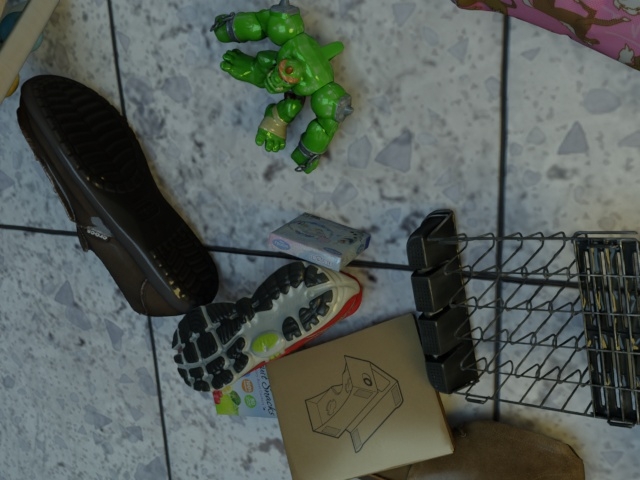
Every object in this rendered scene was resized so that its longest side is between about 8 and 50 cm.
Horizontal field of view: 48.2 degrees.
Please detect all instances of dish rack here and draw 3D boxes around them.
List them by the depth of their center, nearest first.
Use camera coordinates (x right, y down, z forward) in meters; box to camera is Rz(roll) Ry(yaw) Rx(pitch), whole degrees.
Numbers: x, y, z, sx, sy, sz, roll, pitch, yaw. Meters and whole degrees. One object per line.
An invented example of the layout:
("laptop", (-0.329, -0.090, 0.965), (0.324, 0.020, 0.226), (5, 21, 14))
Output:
("dish rack", (0.214, 0.076, 0.723), (0.272, 0.074, 0.208), (1, 109, 41))

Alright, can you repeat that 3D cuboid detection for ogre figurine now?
("ogre figurine", (-0.037, -0.180, 0.789), (0.118, 0.097, 0.197), (-26, 79, 48))

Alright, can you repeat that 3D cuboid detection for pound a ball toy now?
("pound a ball toy", (-0.389, -0.208, 0.827), (0.208, 0.319, 0.135), (-6, 145, 27))

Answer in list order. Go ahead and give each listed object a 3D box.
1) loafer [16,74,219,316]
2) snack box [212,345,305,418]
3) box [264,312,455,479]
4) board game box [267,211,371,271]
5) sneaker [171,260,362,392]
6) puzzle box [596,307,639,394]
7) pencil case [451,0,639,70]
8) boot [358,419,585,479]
("loafer", (-0.285, -0.043, 0.926), (0.130, 0.134, 0.366), (-31, 91, 30))
("snack box", (-0.083, 0.185, 0.959), (0.141, 0.037, 0.100), (-3, 106, 26))
("box", (0.041, 0.195, 0.853), (0.201, 0.021, 0.164), (-21, 74, 18))
("board game box", (0.000, 0.000, 0.827), (0.090, 0.090, 0.020), (20, 114, 20))
("sneaker", (-0.065, 0.112, 0.879), (0.279, 0.118, 0.107), (-25, 72, 30))
("puzzle box", (0.473, 0.083, 0.588), (0.409, 0.052, 0.272), (-45, 61, 31))
("pencil case", (0.296, -0.193, 0.577), (0.386, 0.160, 0.167), (32, 126, 13))
("boot", (0.159, 0.265, 0.853), (0.305, 0.112, 0.115), (4, 78, 30))
